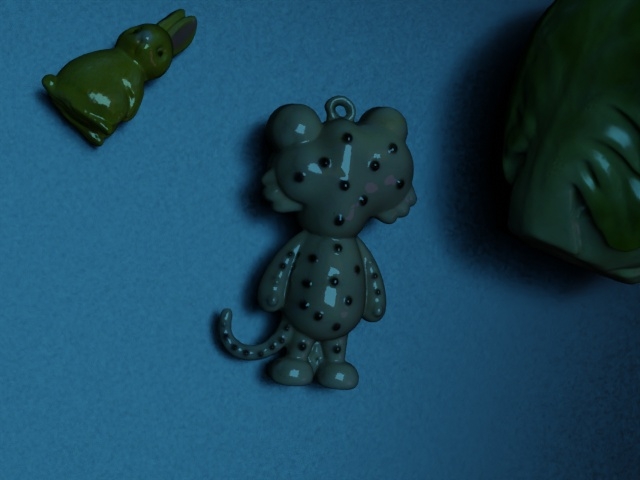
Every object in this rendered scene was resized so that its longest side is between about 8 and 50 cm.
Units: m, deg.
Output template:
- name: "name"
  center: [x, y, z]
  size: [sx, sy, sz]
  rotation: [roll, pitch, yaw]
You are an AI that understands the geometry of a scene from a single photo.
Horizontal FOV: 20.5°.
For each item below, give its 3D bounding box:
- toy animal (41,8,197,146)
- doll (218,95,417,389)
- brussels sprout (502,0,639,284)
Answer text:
- name: "toy animal"
  center: [-0.178, -0.170, 1.652]
  size: [0.083, 0.070, 0.159]
  rotation: [46, 71, -5]
- name: "doll"
  center: [0.002, 0.001, 1.665]
  size: [0.154, 0.119, 0.278]
  rotation: [14, 91, -12]
- name: "brussels sprout"
  center: [0.324, -0.118, 1.674]
  size: [0.289, 0.281, 0.355]
  rotation: [32, 100, -27]
